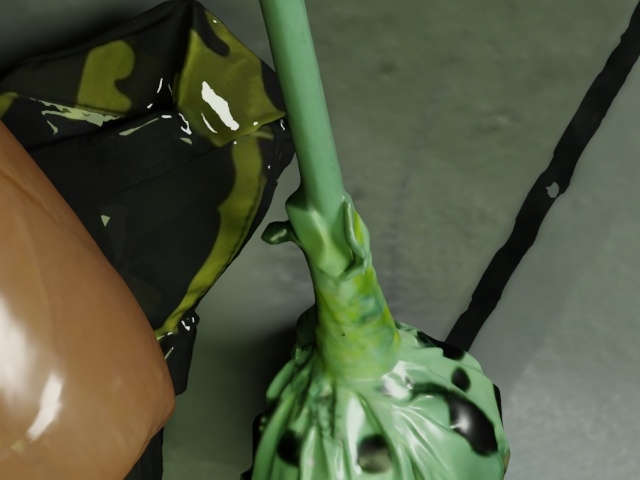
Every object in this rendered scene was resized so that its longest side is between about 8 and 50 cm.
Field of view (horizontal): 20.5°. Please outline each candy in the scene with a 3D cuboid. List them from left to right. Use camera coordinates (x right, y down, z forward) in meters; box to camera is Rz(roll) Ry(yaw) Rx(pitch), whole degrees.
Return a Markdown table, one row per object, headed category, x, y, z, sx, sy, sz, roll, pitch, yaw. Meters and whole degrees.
| category | x | y | z | sx | sy | sz | roll | pitch | yaw |
| --- | --- | --- | --- | --- | --- | --- | --- | --- | --- |
| candy | 0.000 | 0.000 | 0.516 | 0.091 | 0.083 | 0.305 | -49 | 145 | -29 |

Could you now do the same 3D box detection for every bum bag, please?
| category | x | y | z | sx | sy | sz | roll | pitch | yaw |
| --- | --- | --- | --- | --- | --- | --- | --- | --- | --- |
| bum bag | -0.077 | 0.031 | 0.562 | 0.106 | 0.060 | 0.232 | 9 | 112 | -22 |

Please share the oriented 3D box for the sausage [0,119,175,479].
| category | x | y | z | sx | sy | sz | roll | pitch | yaw |
| --- | --- | --- | --- | --- | --- | --- | --- | --- | --- |
| sausage | -0.157 | -0.030 | 0.446 | 0.121 | 0.121 | 0.304 | -34 | 108 | 9 |
